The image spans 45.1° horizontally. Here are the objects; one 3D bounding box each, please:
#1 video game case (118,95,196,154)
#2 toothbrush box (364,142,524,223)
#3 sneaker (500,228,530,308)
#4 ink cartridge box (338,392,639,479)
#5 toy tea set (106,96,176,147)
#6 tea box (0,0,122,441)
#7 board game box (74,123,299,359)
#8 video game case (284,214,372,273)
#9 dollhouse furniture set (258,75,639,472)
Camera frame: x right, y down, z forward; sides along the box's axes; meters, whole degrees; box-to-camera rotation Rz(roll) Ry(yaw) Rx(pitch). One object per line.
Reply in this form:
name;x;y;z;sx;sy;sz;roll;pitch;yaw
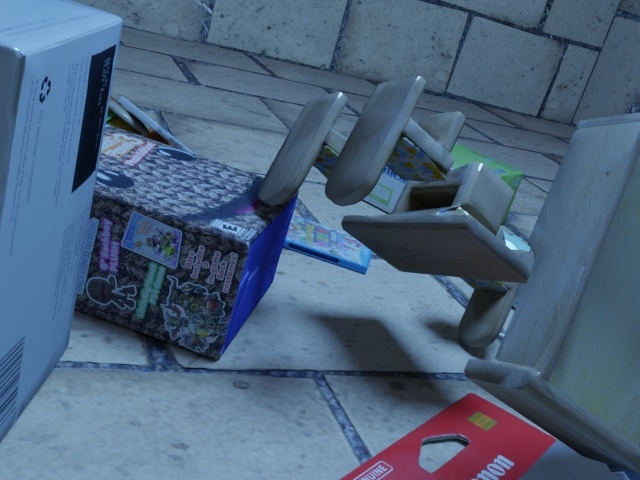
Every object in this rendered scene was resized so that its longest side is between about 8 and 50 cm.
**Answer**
video game case;-0.247;-0.171;1.179;0.087;0.011;0.122;38;0;24
toothbrush box;0.239;-0.113;1.525;0.206;0.122;0.283;30;23;30
sneaker;0.316;0.031;1.250;0.151;0.094;0.256;-11;44;-42
ink cartridge box;0.197;0.224;0.706;0.261;0.066;0.296;30;24;28
toy tea set;-0.324;-0.143;1.234;0.200;0.124;0.336;39;-1;-39
tea box;-0.360;-0.046;0.590;0.324;0.329;0.220;15;21;-2
board game box;-0.201;-0.015;0.902;0.291;0.141;0.232;19;20;5
video game case;0.000;0.000;1.200;0.166;0.015;0.119;19;20;4
dollhouse furniture set;0.159;0.039;0.796;0.362;0.256;0.394;36;-18;-29
